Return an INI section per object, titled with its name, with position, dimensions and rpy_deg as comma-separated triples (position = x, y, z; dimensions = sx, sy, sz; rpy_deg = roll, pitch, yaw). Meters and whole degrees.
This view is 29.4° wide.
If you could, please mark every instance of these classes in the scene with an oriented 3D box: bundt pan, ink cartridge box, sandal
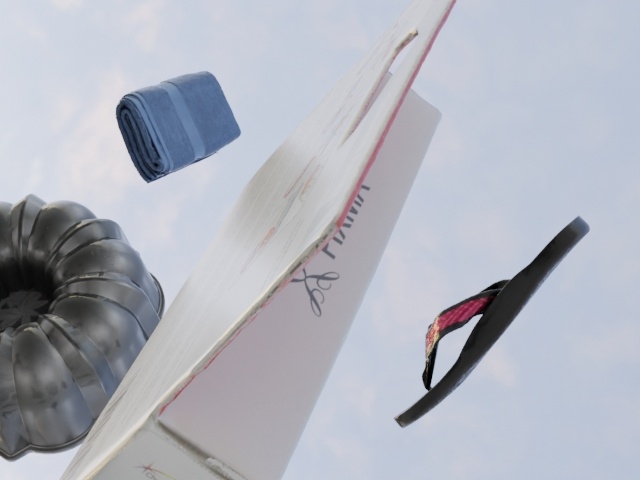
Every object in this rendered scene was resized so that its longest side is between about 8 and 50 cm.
[bundt pan]
position = -0.346, 0.079, 1.406
dimensions = 0.331, 0.124, 0.331
rpy_deg = -1, -126, 2
[ink cartridge box]
position = 0.000, 0.000, 0.520
dimensions = 0.060, 0.275, 0.239
rpy_deg = 38, -50, -9
[sandal]
position = 0.100, 0.046, 0.773
dimensions = 0.040, 0.067, 0.179
rpy_deg = 40, -69, 9

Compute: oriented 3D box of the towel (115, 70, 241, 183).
[towel]
position = -0.109, -0.088, 0.922
dimensions = 0.029, 0.119, 0.067
rpy_deg = -18, -82, 31
